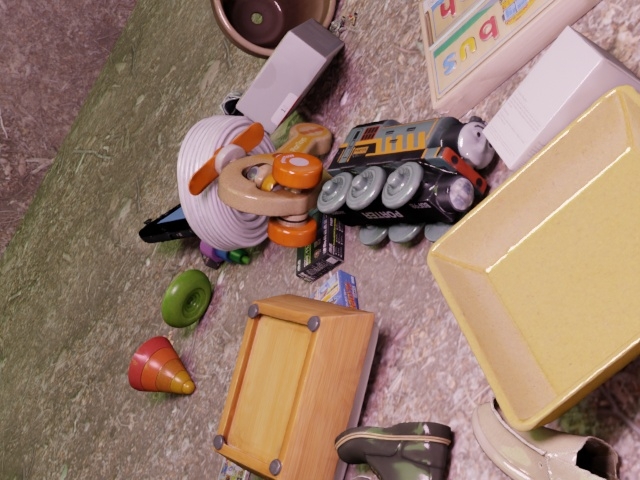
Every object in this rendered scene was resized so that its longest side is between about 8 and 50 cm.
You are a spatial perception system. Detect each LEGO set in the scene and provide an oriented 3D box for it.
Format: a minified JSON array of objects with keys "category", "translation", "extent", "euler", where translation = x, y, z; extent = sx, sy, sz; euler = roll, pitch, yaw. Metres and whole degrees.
[{"category":"LEGO set","translation":[0.040,-0.443,2.033],"extent":[0.083,0.023,0.054],"euler":[-36,40,41]}]

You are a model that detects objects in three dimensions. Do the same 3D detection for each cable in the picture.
[{"category":"cable","translation":[-0.167,-0.108,1.878],"extent":[0.089,0.257,0.257],"euler":[2,93,29]}]

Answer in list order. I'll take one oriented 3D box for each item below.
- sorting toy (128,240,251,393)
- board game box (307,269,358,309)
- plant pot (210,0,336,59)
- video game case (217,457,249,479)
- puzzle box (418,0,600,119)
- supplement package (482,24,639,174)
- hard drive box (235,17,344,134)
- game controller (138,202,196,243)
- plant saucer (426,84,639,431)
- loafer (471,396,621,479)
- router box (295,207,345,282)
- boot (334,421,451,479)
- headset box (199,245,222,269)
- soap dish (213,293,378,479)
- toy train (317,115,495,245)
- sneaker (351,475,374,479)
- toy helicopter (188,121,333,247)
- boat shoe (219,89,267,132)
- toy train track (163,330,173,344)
[{"category":"sorting toy","translation":[-0.241,0.159,1.984],"extent":[0.126,0.127,0.365],"euler":[26,88,32]},{"category":"board game box","translation":[-0.012,0.159,1.646],"extent":[0.201,0.035,0.136],"euler":[-43,36,34]},{"category":"plant pot","translation":[-0.116,-0.502,2.150],"extent":[0.229,0.263,0.263],"euler":[168,124,-77]},{"category":"video game case","translation":[-0.151,0.412,1.701],"extent":[0.087,0.011,0.122],"euler":[-9,61,57]},{"category":"puzzle box","translation":[0.313,-0.399,1.532],"extent":[0.409,0.052,0.272],"euler":[-40,38,36]},{"category":"supplement package","translation":[0.316,-0.164,1.291],"extent":[0.179,0.105,0.105],"euler":[-52,31,22]},{"category":"hard drive box","translation":[-0.055,-0.321,1.928],"extent":[0.181,0.089,0.232],"euler":[-51,3,21]},{"category":"game controller","translation":[-0.274,-0.057,2.152],"extent":[0.166,0.067,0.319],"euler":[-46,21,-27]},{"category":"plant saucer","translation":[0.310,0.023,1.146],"extent":[0.333,0.081,0.333],"euler":[-42,35,16]},{"category":"loafer","translation":[0.267,0.243,1.077],"extent":[0.092,0.102,0.268],"euler":[-58,39,9]},{"category":"router box","translation":[0.000,0.000,1.744],"extent":[0.092,0.038,0.122],"euler":[-36,40,41]},{"category":"boot","translation":[0.086,0.319,1.330],"extent":[0.198,0.077,0.137],"euler":[-23,54,49]},{"category":"headset box","translation":[-0.220,0.017,2.093],"extent":[0.062,0.032,0.083],"euler":[-54,32,17]},{"category":"soap dish","translation":[-0.042,0.228,1.511],"extent":[0.229,0.118,0.291],"euler":[8,82,53]},{"category":"toy train","translation":[0.126,-0.101,1.531],"extent":[0.334,0.142,0.190],"euler":[-2,56,58]},{"category":"sneaker","translation":[0.057,0.375,1.338],"extent":[0.061,0.065,0.158],"euler":[-52,32,22]},{"category":"toy helicopter","translation":[-0.078,-0.133,1.763],"extent":[0.355,0.235,0.140],"euler":[-55,-26,-58]},{"category":"boat shoe","translation":[-0.175,-0.293,2.208],"extent":[0.079,0.081,0.227],"euler":[-58,30,11]},{"category":"toy train track","translation":[-0.336,0.231,2.135],"extent":[0.048,0.014,0.083],"euler":[6,73,59]}]
